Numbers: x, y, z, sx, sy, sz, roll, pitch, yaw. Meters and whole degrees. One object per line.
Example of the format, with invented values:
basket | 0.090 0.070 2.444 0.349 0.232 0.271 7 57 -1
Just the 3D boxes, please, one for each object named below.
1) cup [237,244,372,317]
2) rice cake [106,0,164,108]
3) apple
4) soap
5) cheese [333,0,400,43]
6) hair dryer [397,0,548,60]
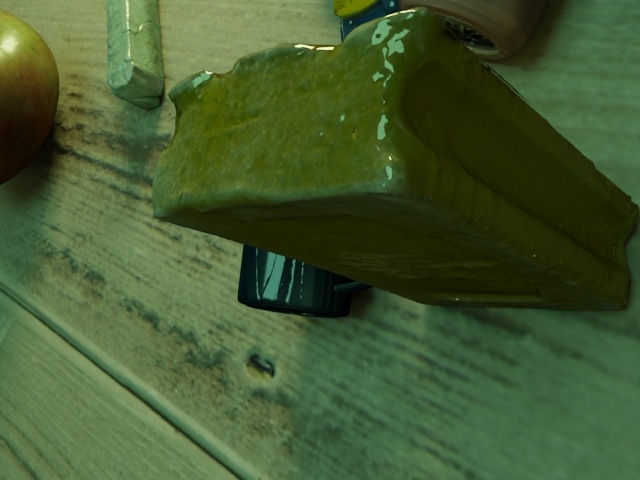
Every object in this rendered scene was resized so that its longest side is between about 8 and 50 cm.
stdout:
cup | -0.010 -0.002 0.654 0.150 0.114 0.138 -13 68 64
rice cake | -0.271 -0.286 1.016 0.063 0.069 0.206 -29 60 32
apple | -0.588 -0.223 1.123 0.319 0.319 0.277 57 143 37
soap | 0.066 -0.022 0.466 0.199 0.315 0.091 -4 74 39
cheese | 0.044 -0.335 0.754 0.177 0.069 0.270 -18 68 37
hair dryer | 0.238 -0.232 0.528 0.352 0.125 0.210 26 95 36
